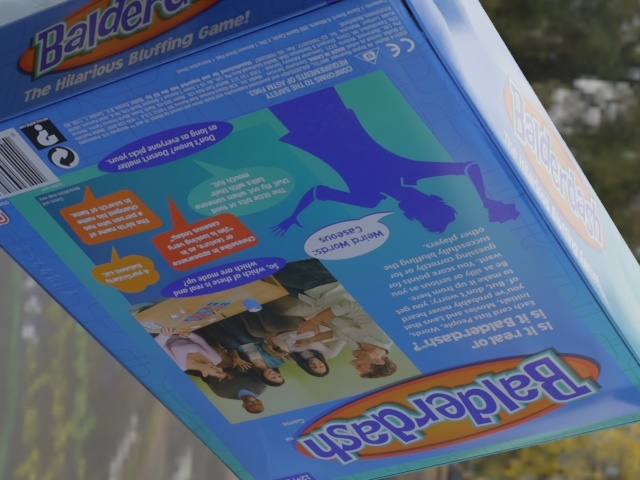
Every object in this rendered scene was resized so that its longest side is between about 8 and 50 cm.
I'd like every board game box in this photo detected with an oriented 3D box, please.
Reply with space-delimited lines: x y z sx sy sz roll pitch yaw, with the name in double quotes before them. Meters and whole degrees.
"board game box" 0.000 0.000 0.527 0.210 0.160 0.047 52 32 -41

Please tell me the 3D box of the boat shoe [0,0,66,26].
"boat shoe" -0.215 -0.162 1.022 0.114 0.302 0.091 -43 -112 45
